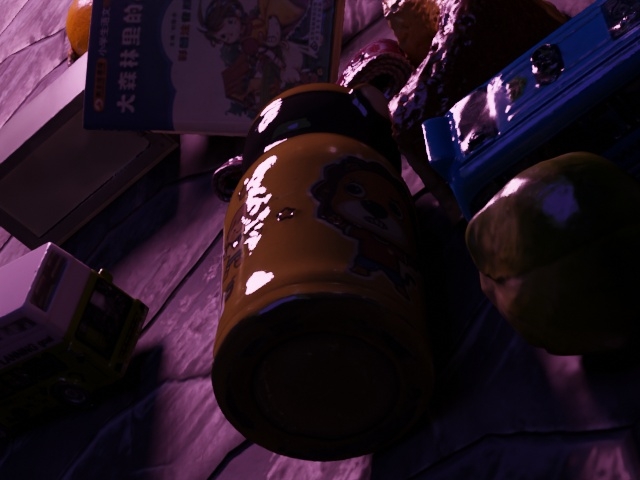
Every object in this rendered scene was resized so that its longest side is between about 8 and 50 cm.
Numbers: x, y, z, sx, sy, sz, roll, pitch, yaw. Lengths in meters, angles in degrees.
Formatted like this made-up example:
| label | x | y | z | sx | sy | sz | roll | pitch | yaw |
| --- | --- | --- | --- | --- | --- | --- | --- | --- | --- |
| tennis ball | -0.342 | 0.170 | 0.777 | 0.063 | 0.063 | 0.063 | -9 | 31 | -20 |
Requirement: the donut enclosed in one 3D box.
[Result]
| label | x | y | z | sx | sy | sz | roll | pitch | yaw |
| --- | --- | --- | --- | --- | --- | --- | --- | --- | --- |
| donut | 0.131 | -0.162 | 1.501 | 0.151 | 0.112 | 0.295 | -36 | 33 | 26 |

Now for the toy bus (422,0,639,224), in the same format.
| label | x | y | z | sx | sy | sz | roll | pitch | yaw |
| --- | --- | --- | --- | --- | --- | --- | --- | --- | --- |
| toy bus | 0.202 | -0.092 | 1.295 | 0.246 | 0.134 | 0.113 | -35 | 32 | 21 |

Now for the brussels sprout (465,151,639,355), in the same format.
| label | x | y | z | sx | sy | sz | roll | pitch | yaw |
| --- | --- | --- | --- | --- | --- | --- | --- | --- | --- |
| brussels sprout | 0.183 | 0.012 | 1.210 | 0.117 | 0.155 | 0.155 | -20 | 20 | -23 |

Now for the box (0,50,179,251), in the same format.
| label | x | y | z | sx | sy | sz | roll | pitch | yaw |
| --- | --- | --- | --- | --- | --- | --- | --- | --- | --- |
| box | -0.287 | -0.100 | 1.979 | 0.225 | 0.129 | 0.086 | -39 | 30 | 19 |

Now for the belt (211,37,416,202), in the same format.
| label | x | y | z | sx | sy | sz | roll | pitch | yaw |
| --- | --- | --- | --- | --- | --- | --- | --- | --- | --- |
| belt | -0.002 | -0.106 | 1.666 | 0.232 | 0.071 | 0.053 | -36 | 24 | 16 |

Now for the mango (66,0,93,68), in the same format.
| label | x | y | z | sx | sy | sz | roll | pitch | yaw |
| --- | --- | --- | --- | --- | --- | --- | --- | --- | --- |
| mango | -0.197 | -0.320 | 2.134 | 0.317 | 0.119 | 0.176 | -44 | 21 | -1 |

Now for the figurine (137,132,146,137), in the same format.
| label | x | y | z | sx | sy | sz | roll | pitch | yaw |
| --- | --- | --- | --- | --- | --- | --- | --- | --- | --- |
| figurine | -0.105 | -0.224 | 1.881 | 0.265 | 0.140 | 0.193 | -43 | 43 | 40 |

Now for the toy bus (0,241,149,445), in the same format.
| label | x | y | z | sx | sy | sz | roll | pitch | yaw |
| --- | --- | --- | --- | --- | --- | --- | --- | --- | --- |
| toy bus | -0.320 | 0.117 | 1.754 | 0.301 | 0.139 | 0.113 | -25 | 34 | 39 |

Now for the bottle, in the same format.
| label | x | y | z | sx | sy | sz | roll | pitch | yaw |
| --- | --- | --- | --- | --- | --- | --- | --- | --- | --- |
| bottle | 0.000 | 0.000 | 1.422 | 0.171 | 0.171 | 0.351 | -34 | 32 | 25 |

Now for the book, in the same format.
| label | x | y | z | sx | sy | sz | roll | pitch | yaw |
| --- | --- | --- | --- | --- | --- | --- | --- | --- | --- |
| book | -0.115 | -0.221 | 1.790 | 0.322 | 0.018 | 0.228 | 4 | 87 | 33 |
